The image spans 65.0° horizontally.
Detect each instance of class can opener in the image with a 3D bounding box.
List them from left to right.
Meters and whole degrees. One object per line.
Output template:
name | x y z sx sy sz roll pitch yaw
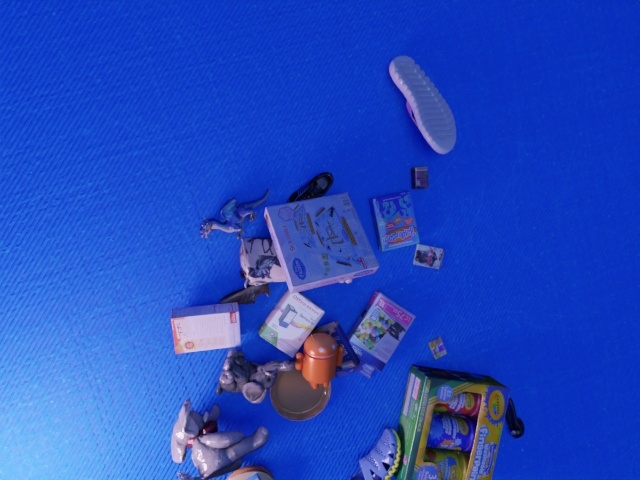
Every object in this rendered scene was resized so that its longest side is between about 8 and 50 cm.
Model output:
can opener | 0.811 0.751 2.127 0.059 0.073 0.185 -20 96 28

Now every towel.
towel | 0.479 0.438 2.050 0.060 0.009 0.083 -23 98 -11

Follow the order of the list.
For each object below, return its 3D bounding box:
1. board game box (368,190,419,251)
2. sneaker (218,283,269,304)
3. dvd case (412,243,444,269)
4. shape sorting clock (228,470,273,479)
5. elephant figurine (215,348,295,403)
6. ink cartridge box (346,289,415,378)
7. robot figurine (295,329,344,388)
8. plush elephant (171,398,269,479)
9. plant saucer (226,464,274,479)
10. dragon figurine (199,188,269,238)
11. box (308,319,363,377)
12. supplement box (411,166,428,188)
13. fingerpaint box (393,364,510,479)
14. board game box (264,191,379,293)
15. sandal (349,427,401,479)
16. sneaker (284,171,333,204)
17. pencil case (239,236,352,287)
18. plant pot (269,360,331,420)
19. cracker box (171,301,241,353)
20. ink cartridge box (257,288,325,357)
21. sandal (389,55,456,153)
board game box | 0.288 -0.076 1.957 0.160 0.047 0.210 -14 97 -12
sneaker | -0.275 0.210 1.839 0.189 0.066 0.071 -25 99 -9
dvd case | 0.434 0.064 2.015 0.120 0.013 0.087 12 91 -14
shape sorting clock | -0.268 0.922 1.835 0.207 0.040 0.206 -9 117 -17
elephant figurine | -0.236 0.498 1.811 0.240 0.186 0.169 18 67 -4
ink cartridge box | 0.213 0.375 1.963 0.186 0.065 0.311 34 87 -12
robot figurine | -0.004 0.432 1.835 0.158 0.128 0.219 10 110 14
plush elephant | -0.404 0.694 1.768 0.330 0.271 0.255 -9 55 -43
plant saucer | -0.266 0.941 1.883 0.200 0.037 0.199 -4 104 -16
dragon figurine | -0.310 -0.104 1.802 0.144 0.085 0.289 39 86 -12
box | 0.056 0.422 1.907 0.137 0.036 0.225 -24 101 27
supplement box | 0.389 -0.245 1.971 0.055 0.043 0.083 -3 93 -13
fingerpaint box | 0.513 0.754 1.998 0.372 0.163 0.443 12 91 -13
board game box | 0.000 0.000 1.754 0.318 0.065 0.318 -11 64 -19
sandal | 0.212 0.884 1.964 0.138 0.126 0.317 22 87 -9
sneaker | -0.045 -0.169 1.854 0.232 0.090 0.081 -46 102 -7
pencil case | -0.085 0.079 1.824 0.411 0.160 0.183 0 80 -13
plant pot | -0.078 0.570 1.923 0.237 0.032 0.236 -1 93 -13
cracker box | -0.404 0.311 1.791 0.233 0.067 0.155 -4 117 -12
ink cartridge box | -0.108 0.300 1.869 0.154 0.093 0.212 38 83 -12
sandal | 0.391 -0.516 1.933 0.170 0.102 0.415 -23 85 -25
